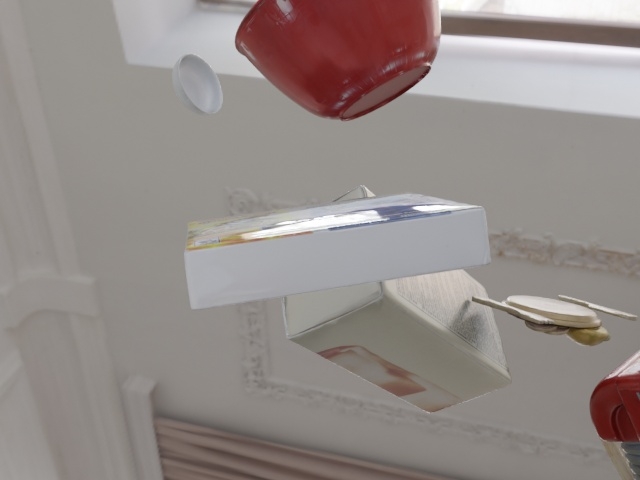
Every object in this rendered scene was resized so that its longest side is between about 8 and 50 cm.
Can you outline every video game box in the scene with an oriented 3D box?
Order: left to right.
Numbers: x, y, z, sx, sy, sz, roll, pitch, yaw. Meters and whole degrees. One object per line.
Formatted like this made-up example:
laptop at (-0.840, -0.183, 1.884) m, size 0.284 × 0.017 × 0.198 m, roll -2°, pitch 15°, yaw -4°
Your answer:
video game box at (0.000, 0.000, 0.569) m, size 0.187 × 0.205 × 0.048 m, roll -154°, pitch 56°, yaw -79°

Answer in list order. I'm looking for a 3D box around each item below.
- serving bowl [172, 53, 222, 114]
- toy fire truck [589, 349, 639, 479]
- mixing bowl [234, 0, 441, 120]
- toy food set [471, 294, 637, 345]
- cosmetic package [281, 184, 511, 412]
serving bowl at (-0.166, -0.201, 0.966) m, size 0.083 × 0.027 × 0.083 m, roll 36°, pitch -135°, yaw -46°
toy fire truck at (0.351, 0.214, 0.762) m, size 0.158 × 0.246 × 0.217 m, roll -25°, pitch -90°, yaw -34°
mixing bowl at (0.030, -0.163, 0.612) m, size 0.098 × 0.181 × 0.181 m, roll 62°, pitch -165°, yaw 4°
toy food set at (0.286, 0.100, 0.913) m, size 0.192 × 0.132 × 0.038 m, roll 3°, pitch -82°, yaw -34°
cosmetic package at (0.092, 0.083, 0.874) m, size 0.296 × 0.129 × 0.153 m, roll 37°, pitch -144°, yaw -42°
